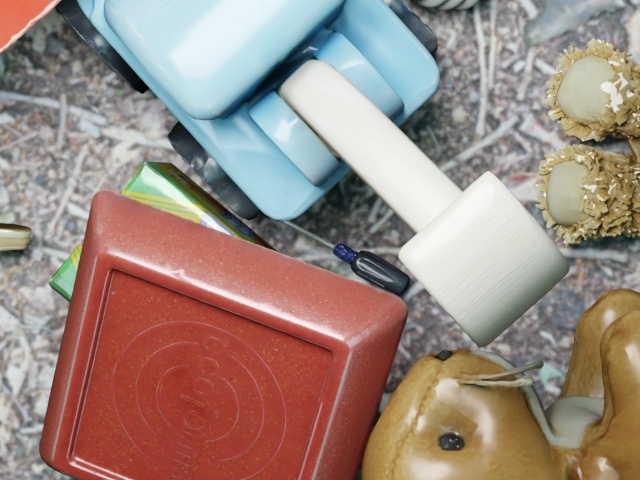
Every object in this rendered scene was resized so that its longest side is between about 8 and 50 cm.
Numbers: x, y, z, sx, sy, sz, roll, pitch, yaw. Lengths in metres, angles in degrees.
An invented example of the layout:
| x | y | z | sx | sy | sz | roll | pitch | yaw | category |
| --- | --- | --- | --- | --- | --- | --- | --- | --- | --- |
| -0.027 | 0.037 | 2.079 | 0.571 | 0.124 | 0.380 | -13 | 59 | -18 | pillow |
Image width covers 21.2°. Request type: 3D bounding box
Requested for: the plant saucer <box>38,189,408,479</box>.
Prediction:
| x | y | z | sx | sy | sz | roll | pitch | yaw | category |
| --- | --- | --- | --- | --- | --- | --- | --- | --- | --- |
| -0.089 | 0.120 | 1.317 | 0.259 | 0.048 | 0.258 | 20 | 116 | 8 | plant saucer |

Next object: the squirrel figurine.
| x | y | z | sx | sy | sz | roll | pitch | yaw | category |
| --- | --- | --- | --- | --- | --- | --- | --- | --- | --- |
| 0.216 | 0.238 | 1.310 | 0.371 | 0.281 | 0.397 | -2 | 104 | -12 | squirrel figurine |

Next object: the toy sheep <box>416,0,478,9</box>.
| x | y | z | sx | sy | sz | roll | pitch | yaw | category |
| --- | --- | --- | --- | --- | --- | --- | --- | --- | --- |
| 0.104 | -0.235 | 1.422 | 0.132 | 0.091 | 0.091 | 14 | 92 | -23 | toy sheep |

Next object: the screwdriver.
| x | y | z | sx | sy | sz | roll | pitch | yaw | category |
| --- | --- | --- | --- | --- | --- | --- | --- | --- | --- |
| 0.000 | 0.000 | 1.460 | 0.170 | 0.025 | 0.024 | 28 | 92 | 1 | screwdriver |

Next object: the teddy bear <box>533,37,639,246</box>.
| x | y | z | sx | sy | sz | roll | pitch | yaw | category |
| --- | --- | --- | --- | --- | --- | --- | --- | --- | --- |
| 0.344 | -0.067 | 1.414 | 0.338 | 0.113 | 0.245 | -9 | 84 | 10 | teddy bear |

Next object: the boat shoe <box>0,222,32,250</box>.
| x | y | z | sx | sy | sz | roll | pitch | yaw | category |
| --- | --- | --- | --- | --- | --- | --- | --- | --- | --- |
| -0.311 | 0.010 | 1.465 | 0.135 | 0.050 | 0.045 | -4 | 94 | 13 | boat shoe |

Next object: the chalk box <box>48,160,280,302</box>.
| x | y | z | sx | sy | sz | roll | pitch | yaw | category |
| --- | --- | --- | --- | --- | --- | --- | --- | --- | --- |
| -0.093 | 0.049 | 1.412 | 0.213 | 0.132 | 0.132 | 39 | 93 | 1 | chalk box |

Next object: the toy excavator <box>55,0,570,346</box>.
| x | y | z | sx | sy | sz | roll | pitch | yaw | category |
| --- | --- | --- | --- | --- | --- | --- | --- | --- | --- |
| -0.016 | -0.114 | 1.248 | 0.222 | 0.445 | 0.433 | -42 | 91 | 3 | toy excavator |

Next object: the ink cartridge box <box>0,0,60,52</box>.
| x | y | z | sx | sy | sz | roll | pitch | yaw | category |
| --- | --- | --- | --- | --- | --- | --- | --- | --- | --- |
| -0.234 | -0.354 | 1.267 | 0.385 | 0.091 | 0.308 | -43 | 76 | -3 | ink cartridge box |
